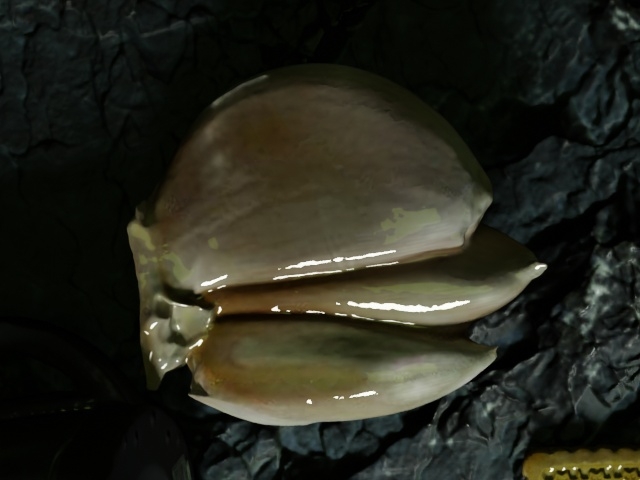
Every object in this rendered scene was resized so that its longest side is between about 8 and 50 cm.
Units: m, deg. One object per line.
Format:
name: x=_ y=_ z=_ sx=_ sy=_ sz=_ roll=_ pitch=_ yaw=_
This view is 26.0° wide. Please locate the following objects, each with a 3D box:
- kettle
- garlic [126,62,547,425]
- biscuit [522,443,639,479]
kettle: x=-0.253 y=0.208 z=1.035 sx=0.271 sy=0.207 sz=0.250 roll=-4 pitch=116 yaw=15
garlic: x=0.000 y=0.001 z=1.075 sx=0.325 sy=0.132 sz=0.279 roll=-11 pitch=86 yaw=4
biscuit: x=0.290 y=0.247 z=1.098 sx=0.255 sy=0.029 sz=0.172 roll=-2 pitch=85 yaw=2
